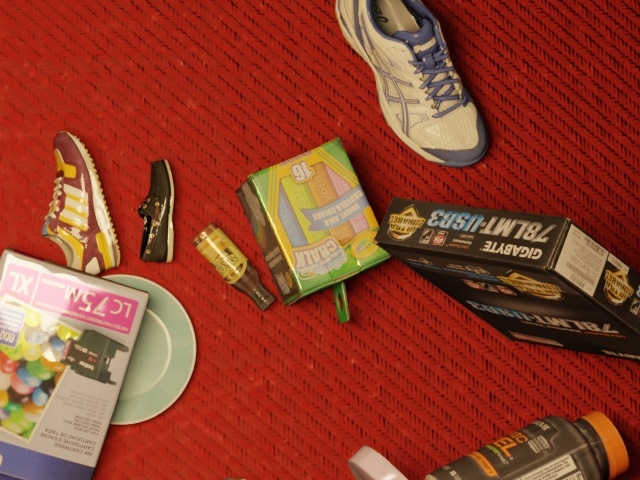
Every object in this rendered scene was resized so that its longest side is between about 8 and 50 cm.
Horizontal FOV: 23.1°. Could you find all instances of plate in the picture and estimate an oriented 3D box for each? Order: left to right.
[{"bbox_3d":[-0.250,0.136,1.958,0.188,0.024,0.188,1,82,-11],"label":"plate"}]

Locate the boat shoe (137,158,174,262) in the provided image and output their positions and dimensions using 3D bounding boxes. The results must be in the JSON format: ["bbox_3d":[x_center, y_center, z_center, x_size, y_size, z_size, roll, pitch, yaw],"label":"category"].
[{"bbox_3d":[-0.209,-0.038,1.978,0.042,0.049,0.133,2,86,-18],"label":"boat shoe"}]

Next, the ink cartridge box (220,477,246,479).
[{"bbox_3d":[-0.091,0.428,1.855,0.115,0.198,0.272,-25,86,-13],"label":"ink cartridge box"}]

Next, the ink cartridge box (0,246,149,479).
[{"bbox_3d":[-0.339,0.183,1.891,0.186,0.065,0.311,18,91,-7],"label":"ink cartridge box"}]

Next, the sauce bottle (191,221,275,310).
[{"bbox_3d":[-0.108,0.034,1.990,0.128,0.042,0.042,46,77,0],"label":"sauce bottle"}]

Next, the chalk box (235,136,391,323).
[{"bbox_3d":[0.000,0.000,1.971,0.132,0.132,0.213,-24,88,-13],"label":"chalk box"}]

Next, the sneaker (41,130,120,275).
[{"bbox_3d":[-0.314,-0.044,1.949,0.084,0.069,0.185,-19,85,-18],"label":"sneaker"}]

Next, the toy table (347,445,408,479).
[{"bbox_3d":[0.068,0.384,1.880,0.161,0.252,0.274,-44,124,-11],"label":"toy table"}]

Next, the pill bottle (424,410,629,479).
[{"bbox_3d":[0.265,0.304,1.976,0.246,0.130,0.130,-24,87,-13],"label":"pill bottle"}]

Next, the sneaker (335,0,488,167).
[{"bbox_3d":[0.122,-0.224,2.028,0.112,0.131,0.296,-36,91,-15],"label":"sneaker"}]

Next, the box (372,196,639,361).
[{"bbox_3d":[0.261,0.053,1.875,0.293,0.296,0.073,36,73,-37],"label":"box"}]
